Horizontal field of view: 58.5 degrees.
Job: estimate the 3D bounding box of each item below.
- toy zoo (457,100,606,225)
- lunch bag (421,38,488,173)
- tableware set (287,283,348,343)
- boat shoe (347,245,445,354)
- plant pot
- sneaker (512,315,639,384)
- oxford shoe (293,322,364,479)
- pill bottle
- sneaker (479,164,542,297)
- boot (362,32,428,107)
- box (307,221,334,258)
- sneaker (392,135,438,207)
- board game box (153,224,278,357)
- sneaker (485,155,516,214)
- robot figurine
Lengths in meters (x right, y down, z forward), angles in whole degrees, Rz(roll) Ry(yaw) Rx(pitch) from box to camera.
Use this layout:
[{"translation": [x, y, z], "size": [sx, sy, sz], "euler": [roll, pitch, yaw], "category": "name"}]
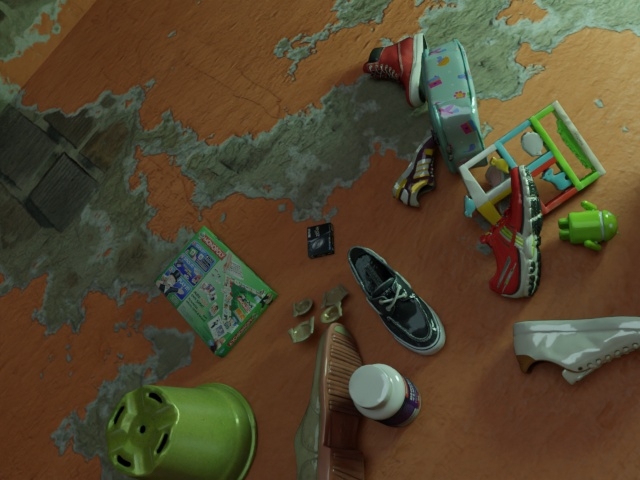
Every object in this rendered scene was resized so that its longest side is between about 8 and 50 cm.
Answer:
[{"translation": [0.436, -0.138, 1.242], "size": [0.293, 0.030, 0.192], "euler": [-36, 92, 7], "category": "toy zoo"}, {"translation": [0.310, -0.301, 1.332], "size": [0.108, 0.224, 0.279], "euler": [-11, 56, 16], "category": "lunch bag"}, {"translation": [-0.007, 0.168, 1.344], "size": [0.169, 0.020, 0.141], "euler": [-28, 27, 14], "category": "tableware set"}, {"translation": [0.159, 0.124, 1.269], "size": [0.108, 0.102, 0.301], "euler": [-38, 56, 5], "category": "boat shoe"}, {"translation": [-0.320, 0.432, 1.263], "size": [0.276, 0.254, 0.276], "euler": [-10, 63, 21], "category": "plant pot"}, {"translation": [0.514, 0.208, 1.069], "size": [0.290, 0.106, 0.123], "euler": [-10, 69, 32], "category": "sneaker"}, {"translation": [0.003, 0.367, 1.213], "size": [0.146, 0.140, 0.397], "euler": [-24, 47, 38], "category": "oxford shoe"}, {"translation": [0.126, 0.308, 1.142], "size": [0.108, 0.193, 0.108], "euler": [-10, 63, 21], "category": "pill bottle"}, {"translation": [0.393, -0.020, 1.193], "size": [0.118, 0.107, 0.279], "euler": [1, 86, 32], "category": "sneaker"}, {"translation": [0.198, -0.437, 1.531], "size": [0.176, 0.088, 0.244], "euler": [-9, 55, 22], "category": "boot"}, {"translation": [0.000, 0.000, 1.455], "size": [0.067, 0.018, 0.083], "euler": [-12, 63, 20], "category": "box"}, {"translation": [0.254, -0.166, 1.389], "size": [0.084, 0.069, 0.185], "euler": [31, 89, 25], "category": "sneaker"}, {"translation": [-0.285, 0.127, 1.515], "size": [0.213, 0.046, 0.317], "euler": [-48, 56, -3], "category": "board game box"}, {"translation": [0.412, -0.123, 1.303], "size": [0.051, 0.070, 0.134], "euler": [-1, 91, -17], "category": "sneaker"}, {"translation": [0.551, -0.028, 1.174], "size": [0.115, 0.067, 0.101], "euler": [-4, 67, 23], "category": "robot figurine"}]
